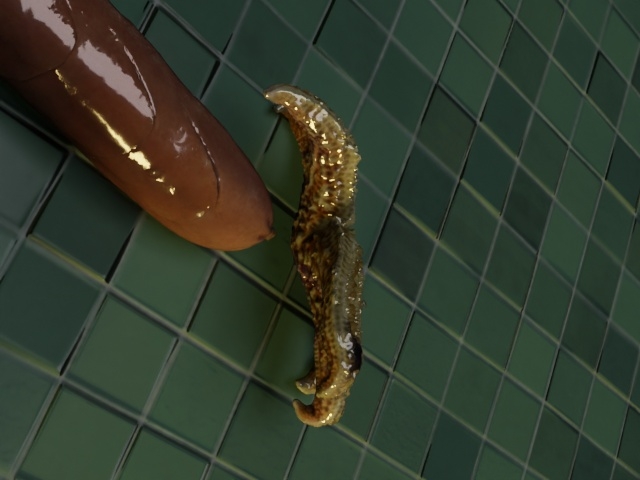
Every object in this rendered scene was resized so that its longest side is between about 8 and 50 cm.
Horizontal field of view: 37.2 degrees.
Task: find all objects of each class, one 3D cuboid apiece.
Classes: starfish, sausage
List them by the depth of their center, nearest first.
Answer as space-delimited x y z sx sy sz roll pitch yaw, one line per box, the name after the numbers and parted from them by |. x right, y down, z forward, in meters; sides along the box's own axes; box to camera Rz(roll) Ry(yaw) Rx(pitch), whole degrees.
-0.166 -0.128 0.536 0.433 0.088 0.088 44 59 -28 | sausage
0.002 -0.001 0.642 0.071 0.216 0.238 -6 53 -7 | starfish
